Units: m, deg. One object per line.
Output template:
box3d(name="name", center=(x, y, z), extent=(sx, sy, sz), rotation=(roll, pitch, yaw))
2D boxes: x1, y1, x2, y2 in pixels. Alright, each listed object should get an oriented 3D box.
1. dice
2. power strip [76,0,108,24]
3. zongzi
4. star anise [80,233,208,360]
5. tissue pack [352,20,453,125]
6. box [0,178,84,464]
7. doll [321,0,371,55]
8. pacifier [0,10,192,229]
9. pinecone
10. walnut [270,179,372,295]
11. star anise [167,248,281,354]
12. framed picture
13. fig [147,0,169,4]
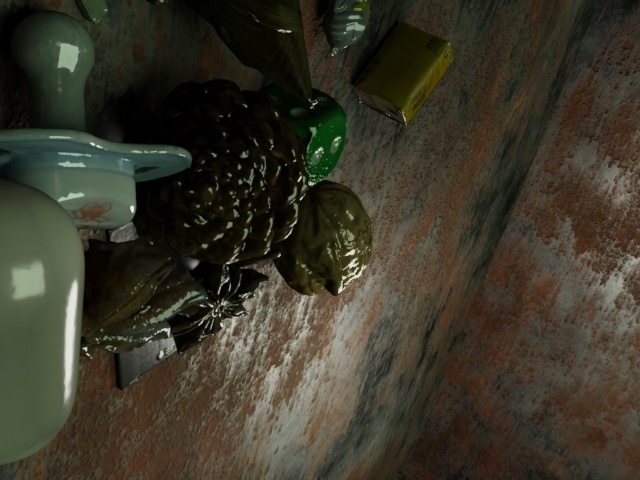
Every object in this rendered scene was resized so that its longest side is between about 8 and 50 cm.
box3d(name="dice", center=(-0.040, -0.169, 1.210), extent=(0.120, 0.128, 0.131), rotation=(-40, 148, -40))
box3d(name="power strip", center=(-0.253, -0.269, 0.822), extent=(0.027, 0.017, 0.083), rotation=(-48, 153, -22))
box3d(name="zongzi", center=(-0.050, -0.270, 0.871), extent=(0.112, 0.242, 0.221), rotation=(-44, -170, -21))
box3d(name="star anise", center=(-0.296, 0.069, 0.880), extent=(0.332, 0.331, 0.118), rotation=(56, 23, -63))
box3d(name="tissue pack", center=(0.156, -0.316, 1.434), extent=(0.169, 0.120, 0.082), rotation=(-54, 157, -11))
box3d(name="box", center=(-0.383, 0.074, 0.640), extent=(0.348, 0.141, 0.289), rotation=(3, 121, -18))
box3d(name="doll", center=(0.049, -0.382, 1.219), extent=(0.094, 0.079, 0.180), rotation=(20, 88, -65))
box3d(name="pacifier", center=(-0.277, -0.122, 0.788), extent=(0.287, 0.238, 0.226), rotation=(4, 83, -53))
box3d(name="pinecone", center=(-0.129, -0.094, 1.015), extent=(0.244, 0.244, 0.309), rotation=(-66, 172, 13))
box3d(name="walnut", center=(0.000, 0.000, 1.407), extent=(0.198, 0.198, 0.245), rotation=(-47, 150, -26))
box3d(name="star anise", center=(-0.173, 0.086, 1.247), extent=(0.231, 0.089, 0.209), rotation=(-25, 150, -43))
box3d(name="framed picture", center=(-0.235, 0.061, 1.231), extent=(0.255, 0.014, 0.339), rotation=(-36, 146, -41))
box3d(name="fig", center=(-0.181, -0.329, 0.753), extent=(0.217, 0.217, 0.321), rotation=(-56, -177, -10))
